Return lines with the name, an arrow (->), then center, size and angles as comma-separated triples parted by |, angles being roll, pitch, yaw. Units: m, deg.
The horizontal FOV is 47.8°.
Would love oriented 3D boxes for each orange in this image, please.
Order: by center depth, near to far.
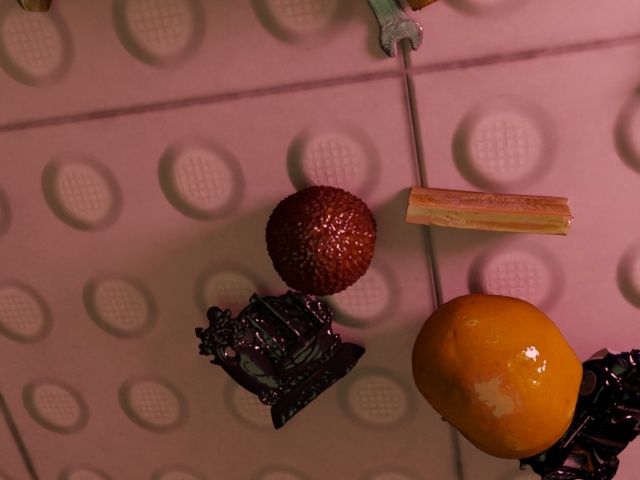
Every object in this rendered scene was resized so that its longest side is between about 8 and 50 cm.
orange -> 0.285, 0.213, 1.167 | 0.279, 0.279, 0.235 | 43, 88, -9

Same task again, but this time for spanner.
spanner -> 0.059, -0.404, 1.049 | 0.071, 0.017, 0.302 | -25, 108, 22

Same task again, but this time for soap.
soap -> 0.262, -0.047, 1.135 | 0.251, 0.092, 0.037 | 6, 115, 11

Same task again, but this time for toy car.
toy car -> 0.476, 0.303, 1.243 | 0.193, 0.118, 0.301 | 22, 116, -20

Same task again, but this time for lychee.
lychee -> -0.002, 0.002, 1.176 | 0.194, 0.194, 0.195 | 5, 117, 11

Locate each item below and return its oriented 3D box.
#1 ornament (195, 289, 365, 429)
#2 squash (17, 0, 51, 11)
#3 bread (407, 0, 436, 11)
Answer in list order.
ornament -> -0.085, 0.192, 1.341 | 0.251, 0.106, 0.260 | -41, 92, 19
squash -> -0.456, -0.471, 1.112 | 0.066, 0.066, 0.229 | 6, 117, 10
bread -> 0.218, -0.394, 0.970 | 0.245, 0.102, 0.094 | -18, 113, 22
